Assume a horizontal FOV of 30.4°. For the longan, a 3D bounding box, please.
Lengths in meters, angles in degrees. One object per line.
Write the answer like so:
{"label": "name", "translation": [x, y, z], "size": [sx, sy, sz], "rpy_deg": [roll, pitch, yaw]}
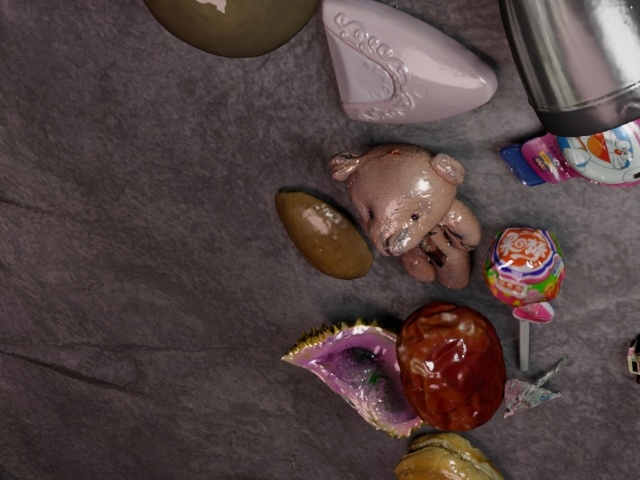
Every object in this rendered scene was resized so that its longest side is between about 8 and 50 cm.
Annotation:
{"label": "longan", "translation": [-0.110, -0.344, 1.463], "size": [0.258, 0.258, 0.258], "rpy_deg": [21, 142, 17]}

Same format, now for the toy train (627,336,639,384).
{"label": "toy train", "translation": [0.523, 0.187, 1.740], "size": [0.138, 0.050, 0.087], "rpy_deg": [8, 134, 31]}

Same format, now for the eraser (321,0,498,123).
{"label": "eraser", "translation": [0.118, -0.222, 1.576], "size": [0.243, 0.059, 0.204], "rpy_deg": [16, 141, 30]}

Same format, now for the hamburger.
{"label": "hamburger", "translation": [0.250, 0.453, 2.219], "size": [0.214, 0.108, 0.213], "rpy_deg": [23, 140, 21]}

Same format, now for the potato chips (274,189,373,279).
{"label": "potato chips", "translation": [0.000, 0.000, 1.937], "size": [0.150, 0.049, 0.201], "rpy_deg": [3, 140, 43]}

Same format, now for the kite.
{"label": "kite", "translation": [0.348, 0.239, 1.912], "size": [0.139, 0.011, 0.156], "rpy_deg": [19, 122, -40]}

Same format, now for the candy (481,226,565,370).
{"label": "candy", "translation": [0.308, 0.107, 1.791], "size": [0.124, 0.124, 0.365], "rpy_deg": [18, 150, 21]}

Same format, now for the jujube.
{"label": "jujube", "translation": [0.212, 0.206, 1.901], "size": [0.174, 0.174, 0.250], "rpy_deg": [14, 138, 26]}

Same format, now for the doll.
{"label": "doll", "translation": [0.136, -0.007, 1.738], "size": [0.201, 0.156, 0.303], "rpy_deg": [2, 138, 28]}

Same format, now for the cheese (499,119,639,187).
{"label": "cheese", "translation": [0.340, -0.117, 1.524], "size": [0.244, 0.062, 0.155], "rpy_deg": [-14, 125, 47]}

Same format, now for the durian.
{"label": "durian", "translation": [0.096, 0.217, 2.048], "size": [0.187, 0.153, 0.260], "rpy_deg": [-29, 110, 28]}

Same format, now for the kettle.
{"label": "kettle", "translation": [0.294, -0.279, 1.264], "size": [0.251, 0.207, 0.271], "rpy_deg": [-7, 120, 51]}
